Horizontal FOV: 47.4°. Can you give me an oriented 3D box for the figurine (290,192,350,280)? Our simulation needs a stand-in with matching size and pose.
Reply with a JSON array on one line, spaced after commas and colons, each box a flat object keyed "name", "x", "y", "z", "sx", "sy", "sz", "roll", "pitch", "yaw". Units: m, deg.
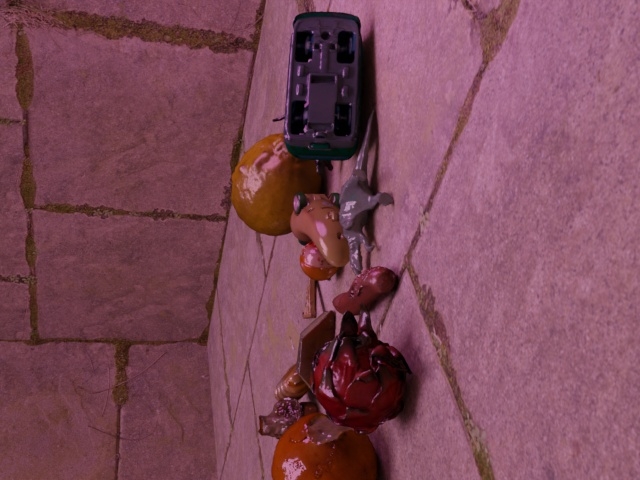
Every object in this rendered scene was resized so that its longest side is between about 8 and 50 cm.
[{"name": "figurine", "x": 0.000, "y": 0.000, "z": 1.924, "sx": 0.324, "sy": 0.124, "sz": 0.222, "roll": -128, "pitch": 43, "yaw": -61}]

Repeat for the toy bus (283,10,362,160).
[{"name": "toy bus", "x": 0.012, "y": -0.365, "z": 1.804, "sx": 0.199, "sy": 0.183, "sz": 0.344, "roll": 80, "pitch": -167, "yaw": -76}]

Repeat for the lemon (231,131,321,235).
[{"name": "lemon", "x": -0.125, "y": -0.160, "z": 2.133, "sx": 0.316, "sy": 0.285, "sz": 0.286, "roll": 156, "pitch": 116, "yaw": -66}]

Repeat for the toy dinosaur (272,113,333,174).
[{"name": "toy dinosaur", "x": -0.028, "y": -0.276, "z": 1.961, "sx": 0.087, "sy": 0.178, "sz": 0.187, "roll": 119, "pitch": 147, "yaw": -59}]

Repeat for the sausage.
[{"name": "sausage", "x": 0.093, "y": 0.122, "z": 1.660, "sx": 0.304, "sy": 0.078, "sz": 0.078, "roll": 128, "pitch": 142, "yaw": -65}]

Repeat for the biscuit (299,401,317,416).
[{"name": "biscuit", "x": -0.043, "y": 0.630, "z": 2.085, "sx": 0.312, "sy": 0.057, "sz": 0.352, "roll": -111, "pitch": 28, "yaw": -53}]

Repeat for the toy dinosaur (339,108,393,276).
[{"name": "toy dinosaur", "x": 0.094, "y": -0.120, "z": 1.687, "sx": 0.205, "sy": 0.092, "sz": 0.393, "roll": 130, "pitch": 138, "yaw": -72}]

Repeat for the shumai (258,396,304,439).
[{"name": "shumai", "x": -0.119, "y": 0.510, "z": 2.062, "sx": 0.145, "sy": 0.116, "sz": 0.146, "roll": -168, "pitch": 90, "yaw": -72}]

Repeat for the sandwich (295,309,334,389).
[{"name": "sandwich", "x": -0.017, "y": 0.314, "z": 1.987, "sx": 0.094, "sy": 0.096, "sz": 0.258, "roll": 176, "pitch": 99, "yaw": -80}]

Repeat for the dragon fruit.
[{"name": "dragon fruit", "x": 0.074, "y": 0.267, "z": 1.458, "sx": 0.192, "sy": 0.193, "sz": 0.274, "roll": 47, "pitch": 160, "yaw": 61}]

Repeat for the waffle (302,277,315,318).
[{"name": "waffle", "x": -0.034, "y": 0.159, "z": 2.190, "sx": 0.097, "sy": 0.023, "sz": 0.153, "roll": 164, "pitch": 107, "yaw": -72}]

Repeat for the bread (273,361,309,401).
[{"name": "bread", "x": -0.071, "y": 0.415, "z": 2.129, "sx": 0.119, "sy": 0.084, "sz": 0.177, "roll": -49, "pitch": -4, "yaw": -30}]

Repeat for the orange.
[{"name": "orange", "x": 0.011, "y": 0.498, "z": 1.595, "sx": 0.240, "sy": 0.239, "sz": 0.240, "roll": -177, "pitch": 90, "yaw": -74}]
